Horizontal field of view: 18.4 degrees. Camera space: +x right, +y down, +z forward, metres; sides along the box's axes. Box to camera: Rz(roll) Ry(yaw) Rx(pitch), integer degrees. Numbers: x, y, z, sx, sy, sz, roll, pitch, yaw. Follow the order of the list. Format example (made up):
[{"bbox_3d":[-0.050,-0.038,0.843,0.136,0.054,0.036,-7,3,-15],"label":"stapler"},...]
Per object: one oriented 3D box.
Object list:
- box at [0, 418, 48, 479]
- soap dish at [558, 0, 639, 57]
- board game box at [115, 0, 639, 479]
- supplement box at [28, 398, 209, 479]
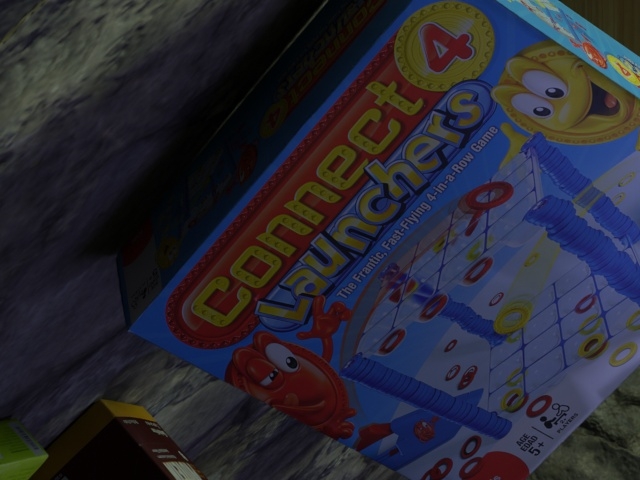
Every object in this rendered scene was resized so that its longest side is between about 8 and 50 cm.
[{"bbox_3d":[-0.276,0.199,1.348,0.178,0.042,0.109,-47,167,12],"label":"box"},{"bbox_3d":[0.233,-0.140,1.420,0.291,0.118,0.229,-21,113,-58],"label":"soap dish"},{"bbox_3d":[0.083,-0.006,1.247,0.308,0.302,0.086,-49,-151,21],"label":"board game box"},{"bbox_3d":[-0.160,0.261,1.562,0.191,0.194,0.129,-44,168,2],"label":"supplement box"}]
